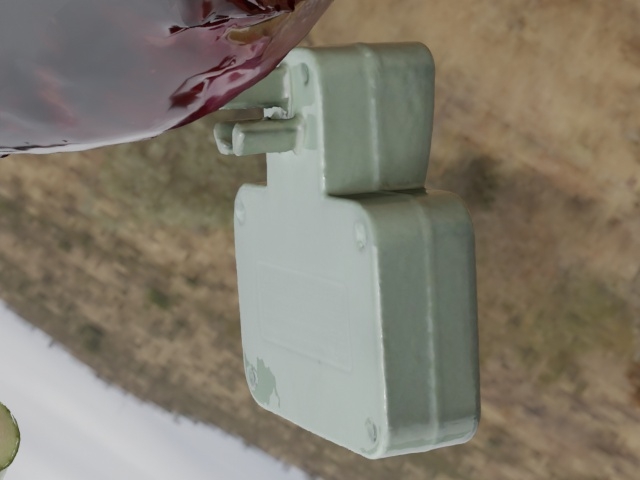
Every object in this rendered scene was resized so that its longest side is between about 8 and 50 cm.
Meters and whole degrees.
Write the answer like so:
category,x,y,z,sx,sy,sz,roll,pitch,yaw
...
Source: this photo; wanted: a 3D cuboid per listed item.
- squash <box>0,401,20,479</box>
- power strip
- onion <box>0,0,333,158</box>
category,x,y,z,sx,sy,sz,roll,pitch,yaw
squash,-0.356,0.224,1.486,0.095,0.095,0.188,33,146,0
power strip,0.000,0.000,1.007,0.141,0.261,0.229,-6,-172,-24
onion,-0.122,-0.158,0.475,0.314,0.232,0.314,11,129,14
